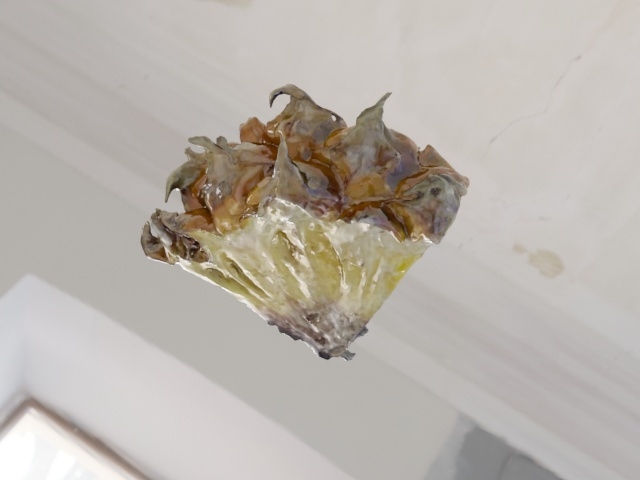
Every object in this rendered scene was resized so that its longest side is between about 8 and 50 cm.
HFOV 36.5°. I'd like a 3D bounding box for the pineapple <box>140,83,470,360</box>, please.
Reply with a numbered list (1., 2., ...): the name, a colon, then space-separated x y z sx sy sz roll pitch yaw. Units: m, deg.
1. pineapple: 0.000 0.000 0.398 0.137 0.069 0.116 3 -47 35
